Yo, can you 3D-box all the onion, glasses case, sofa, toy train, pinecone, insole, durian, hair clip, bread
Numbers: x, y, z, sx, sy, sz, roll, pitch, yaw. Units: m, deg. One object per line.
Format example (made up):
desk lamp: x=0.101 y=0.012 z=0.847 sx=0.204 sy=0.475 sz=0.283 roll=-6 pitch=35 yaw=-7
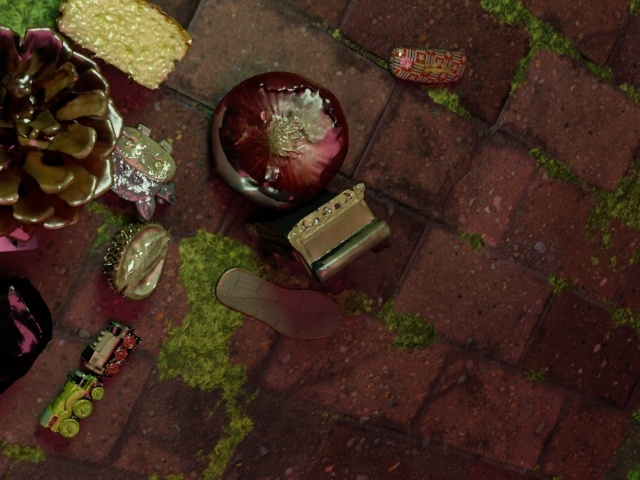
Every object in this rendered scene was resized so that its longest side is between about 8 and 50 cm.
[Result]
onion: x=-0.075 y=-0.199 z=2.102 sx=0.272 sy=0.195 sz=0.272 roll=3 pitch=109 yaw=8
glasses case: x=0.233 y=-0.371 z=2.316 sx=0.194 sy=0.049 sz=0.073 roll=-3 pitch=110 yaw=-33
sofa: x=0.000 y=0.000 z=2.176 sx=0.200 sy=0.258 sz=0.182 roll=-33 pitch=110 yaw=-20
toy train: x=-0.444 y=0.265 z=2.104 sx=0.085 sy=0.053 sz=0.250 roll=37 pitch=85 yaw=-32
pinecone: x=-0.467 y=-0.188 z=1.686 sx=0.384 sy=0.384 sz=0.384 roll=-13 pitch=115 yaw=-30
insole: x=-0.083 y=0.139 z=2.326 sx=0.348 sy=0.009 sz=0.119 roll=25 pitch=93 yaw=-38
durian: x=-0.349 y=0.024 z=2.054 sx=0.188 sy=0.091 sz=0.148 roll=-45 pitch=136 yaw=-30
hair clip: x=-0.331 y=-0.128 z=2.014 sx=0.187 sy=0.056 sz=0.146 roll=41 pitch=71 yaw=-27
bread: x=-0.353 y=-0.363 z=1.868 sx=0.229 sy=0.139 sz=0.143 roll=33 pitch=87 yaw=-31

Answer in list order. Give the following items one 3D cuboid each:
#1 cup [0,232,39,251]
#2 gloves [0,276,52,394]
cup: x=-0.535 y=-0.044 z=1.876 sx=0.095 sy=0.128 sz=0.129 roll=-6 pitch=108 yaw=-32
gloves: x=-0.609 y=0.196 z=1.905 sx=0.301 sy=0.152 sz=0.197 roll=-34 pitch=102 yaw=-12
